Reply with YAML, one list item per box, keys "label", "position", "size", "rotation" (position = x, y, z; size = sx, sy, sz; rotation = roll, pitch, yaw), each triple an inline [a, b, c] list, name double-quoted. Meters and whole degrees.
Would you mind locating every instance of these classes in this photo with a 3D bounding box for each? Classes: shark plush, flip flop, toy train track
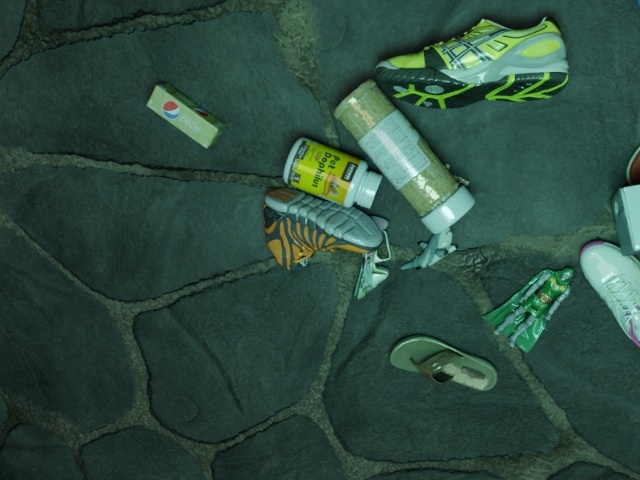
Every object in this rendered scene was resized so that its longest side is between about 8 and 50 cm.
- label: "shark plush"
  position: [0.262, 0.025, 1.455]
  size: [0.067, 0.073, 0.161]
  rotation: [57, 137, 10]
- label: "flip flop"
  position: [0.312, 0.323, 1.529]
  size: [0.277, 0.080, 0.112]
  rotation: [19, 115, 7]
- label: "toy train track"
  position: [0.300, -0.144, 1.380]
  size: [0.083, 0.014, 0.048]
  rotation: [21, 115, 5]

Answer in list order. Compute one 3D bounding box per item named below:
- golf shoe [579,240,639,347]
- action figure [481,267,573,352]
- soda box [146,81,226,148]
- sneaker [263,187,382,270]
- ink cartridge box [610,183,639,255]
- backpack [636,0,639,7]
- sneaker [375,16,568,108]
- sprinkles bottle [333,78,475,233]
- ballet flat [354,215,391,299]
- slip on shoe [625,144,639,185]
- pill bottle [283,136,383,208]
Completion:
- label: "golf shoe"
  position: [0.686, 0.133, 1.321]
  size: [0.115, 0.140, 0.306]
  rotation: [-39, 96, 26]
- label: "action figure"
  position: [0.509, 0.149, 1.420]
  size: [0.137, 0.063, 0.232]
  rotation: [36, 112, 2]
- label: "soda box"
  position: [-0.324, -0.303, 1.460]
  size: [0.181, 0.058, 0.061]
  rotation: [36, 116, -1]
- label: "sneaker"
  position: [0.000, 0.000, 1.457]
  size: [0.321, 0.124, 0.180]
  rotation: [24, 125, 29]
- label: "ink cartridge box"
  position: [0.746, -0.057, 1.163]
  size: [0.307, 0.223, 0.129]
  rotation: [-10, 82, 20]
- label: "backpack"
  position: [0.644, -0.478, 1.114]
  size: [0.114, 0.084, 0.105]
  rotation: [-15, 106, 15]
- label: "sneaker"
  position: [0.305, -0.366, 1.245]
  size: [0.384, 0.145, 0.147]
  rotation: [2, 81, 17]
- label: "sprinkles bottle"
  position: [0.182, -0.182, 1.319]
  size: [0.121, 0.121, 0.355]
  rotation: [-40, 92, 25]
- label: "ballet flat"
  position: [0.132, 0.048, 1.474]
  size: [0.079, 0.077, 0.222]
  rotation: [8, 109, 8]
- label: "slip on shoe"
  position: [0.746, -0.193, 1.164]
  size: [0.123, 0.101, 0.331]
  rotation: [46, 135, -8]
- label: "pill bottle"
  position: [0.030, -0.150, 1.393]
  size: [0.215, 0.117, 0.117]
  rotation: [22, 115, 5]
